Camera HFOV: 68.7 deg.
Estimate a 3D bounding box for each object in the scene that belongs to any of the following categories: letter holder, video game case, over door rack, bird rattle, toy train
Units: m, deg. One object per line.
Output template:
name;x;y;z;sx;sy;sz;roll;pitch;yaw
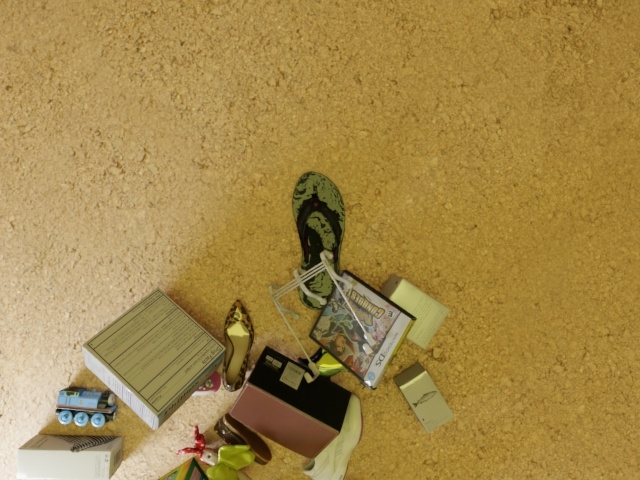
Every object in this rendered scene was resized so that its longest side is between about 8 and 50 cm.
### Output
letter holder;-0.097;0.502;1.432;0.302;0.152;0.214;29;126;-1
video game case;0.116;0.262;1.407;0.275;0.035;0.248;34;103;33
over door rack;0.005;0.226;1.405;0.240;0.108;0.324;-34;72;24
bird rattle;-0.315;0.693;1.441;0.206;0.254;0.143;59;44;-31
toy train;-0.727;0.516;1.460;0.184;0.080;0.105;6;85;-3

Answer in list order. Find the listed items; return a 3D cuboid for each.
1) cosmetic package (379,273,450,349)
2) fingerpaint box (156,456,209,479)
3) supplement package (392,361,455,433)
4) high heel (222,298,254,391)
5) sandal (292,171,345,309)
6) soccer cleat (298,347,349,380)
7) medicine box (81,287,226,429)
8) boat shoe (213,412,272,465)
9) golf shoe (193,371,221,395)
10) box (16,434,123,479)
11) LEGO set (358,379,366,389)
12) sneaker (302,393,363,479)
cosmetic package;0.274;0.220;1.478;0.184;0.151;0.151;34;88;-4
fingerpaint box;-0.510;0.868;1.295;0.371;0.445;0.163;-32;94;-3
supplement package;0.330;0.504;1.510;0.105;0.105;0.179;-32;92;-2
high heel;-0.257;0.319;1.429;0.093;0.186;0.260;0;91;-3
sandal;0.002;0.001;1.479;0.168;0.107;0.444;-4;92;-3
soccer cleat;0.065;0.361;1.498;0.289;0.093;0.121;-26;90;-2
medicine box;-0.473;0.334;1.349;0.289;0.149;0.263;40;50;8
boat shoe;-0.249;0.643;1.496;0.207;0.073;0.073;42;102;5
golf shoe;-0.472;0.442;1.471;0.307;0.115;0.140;14;128;-16
box;-0.765;0.666;1.443;0.276;0.113;0.094;3;90;-5
LEGO set;0.149;0.448;1.543;0.054;0.023;0.083;38;75;-6
sneaker;0.040;0.630;1.489;0.152;0.114;0.304;20;90;-5
